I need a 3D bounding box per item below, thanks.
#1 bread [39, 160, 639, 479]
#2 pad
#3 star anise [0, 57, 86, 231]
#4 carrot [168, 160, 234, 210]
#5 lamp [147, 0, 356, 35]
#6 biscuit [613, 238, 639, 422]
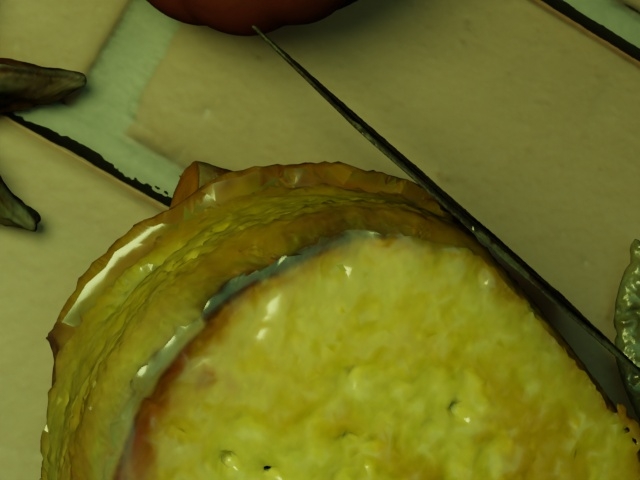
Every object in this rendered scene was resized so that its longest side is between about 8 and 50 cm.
[{"bbox_3d":[0.005,0.147,0.990,0.398,0.215,0.398,0,92,-13],"label":"bread"},{"bbox_3d":[0.100,-0.009,1.004,0.330,0.220,0.004,39,96,-30],"label":"pad"},{"bbox_3d":[-0.290,-0.099,1.024,0.288,0.088,0.288,1,88,-26],"label":"star anise"},{"bbox_3d":[0.000,0.000,1.110,0.210,0.061,0.061,16,77,-18],"label":"carrot"},{"bbox_3d":[-0.042,-0.246,1.053,0.227,0.227,0.226,3,80,-15],"label":"lamp"},{"bbox_3d":[0.310,0.126,1.178,0.290,0.038,0.141,45,73,-2],"label":"biscuit"}]
